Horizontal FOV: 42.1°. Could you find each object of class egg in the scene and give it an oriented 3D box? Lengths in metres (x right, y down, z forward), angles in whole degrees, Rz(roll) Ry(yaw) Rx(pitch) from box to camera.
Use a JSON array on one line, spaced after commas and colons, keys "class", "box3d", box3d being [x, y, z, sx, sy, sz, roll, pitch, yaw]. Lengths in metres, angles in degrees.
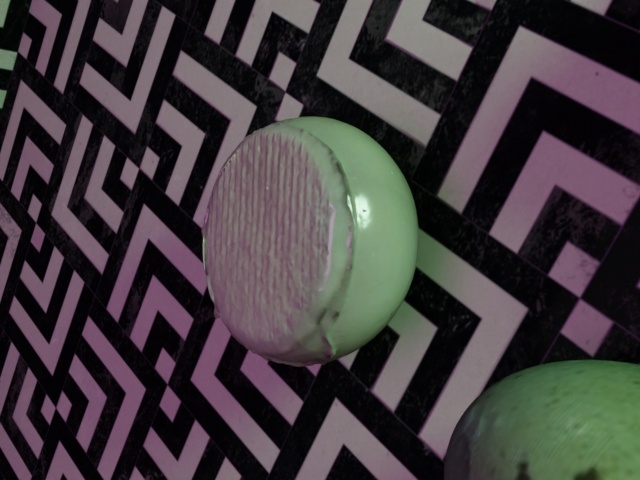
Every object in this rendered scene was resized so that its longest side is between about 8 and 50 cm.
[{"class": "egg", "box3d": [0.321, 0.303, 0.897, 0.428, 0.344, 0.345, 20, 103, 55]}]

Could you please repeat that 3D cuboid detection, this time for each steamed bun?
[{"class": "steamed bun", "box3d": [0.000, 0.000, 1.272, 0.374, 0.241, 0.375, 1, 91, 48]}]
